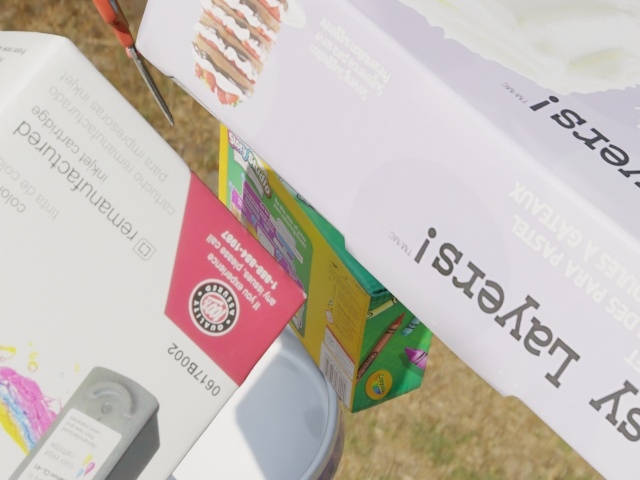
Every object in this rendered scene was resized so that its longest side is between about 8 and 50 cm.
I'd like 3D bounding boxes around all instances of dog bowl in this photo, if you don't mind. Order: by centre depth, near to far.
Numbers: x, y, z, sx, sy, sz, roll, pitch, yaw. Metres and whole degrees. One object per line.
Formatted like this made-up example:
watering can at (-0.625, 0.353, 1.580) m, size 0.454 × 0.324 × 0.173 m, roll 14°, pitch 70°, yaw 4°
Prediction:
dog bowl at (-0.104, 0.215, 1.524) m, size 0.265 × 0.104 × 0.265 m, roll -4°, pitch 65°, yaw 8°

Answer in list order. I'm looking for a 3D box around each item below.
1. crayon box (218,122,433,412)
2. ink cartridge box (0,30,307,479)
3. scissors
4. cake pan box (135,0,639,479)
crayon box at (0.000, 0.000, 1.187) m, size 0.081 × 0.165 × 0.278 m, roll -19°, pitch 51°, yaw -23°
ink cartridge box at (-0.187, 0.069, 0.696) m, size 0.131 × 0.226 × 0.306 m, roll 13°, pitch 61°, yaw 52°
scissors at (-0.218, -0.220, 1.449) m, size 0.021 × 0.297 × 0.109 m, roll -21°, pitch 38°, yaw 0°
cake pan box at (0.118, -0.033, 0.403) m, size 0.245 × 0.070 × 0.267 m, roll -25°, pitch 60°, yaw -42°
